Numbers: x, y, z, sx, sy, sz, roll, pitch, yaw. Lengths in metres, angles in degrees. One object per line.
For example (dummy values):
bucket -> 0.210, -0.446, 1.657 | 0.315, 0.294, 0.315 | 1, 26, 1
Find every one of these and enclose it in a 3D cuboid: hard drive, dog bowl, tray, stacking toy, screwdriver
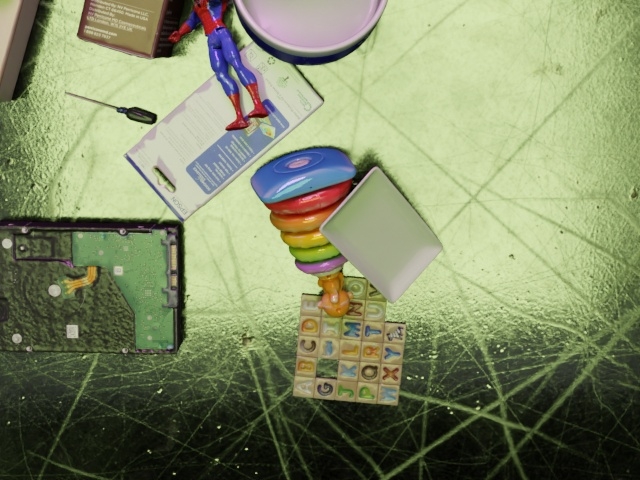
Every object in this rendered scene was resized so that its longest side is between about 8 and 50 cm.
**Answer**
hard drive -> -0.423, 0.085, 1.939 | 0.339, 0.064, 0.237 | 0, 101, 2
dog bowl -> -0.017, -0.430, 1.784 | 0.265, 0.104, 0.265 | 0, 86, -3
tray -> 0.105, -0.008, 1.855 | 0.145, 0.030, 0.270 | -48, 135, -4
stacking toy -> 0.000, 0.000, 1.885 | 0.175, 0.166, 0.302 | -18, 111, -6
screwdriver -> -0.376, -0.235, 1.901 | 0.170, 0.024, 0.025 | 13, 72, 0

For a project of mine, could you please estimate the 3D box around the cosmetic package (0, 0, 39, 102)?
cosmetic package -> -0.576, -0.404, 1.827 | 0.160, 0.113, 0.309 | 18, 101, -2

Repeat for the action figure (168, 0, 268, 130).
action figure -> -0.190, -0.325, 1.770 | 0.091, 0.139, 0.280 | -23, 80, 39

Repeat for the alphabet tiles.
alphabet tiles -> 0.057, 0.184, 1.977 | 0.198, 0.009, 0.237 | 5, 101, 0

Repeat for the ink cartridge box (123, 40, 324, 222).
ink cartridge box -> -0.169, -0.198, 1.882 | 0.332, 0.065, 0.165 | -39, 97, 6

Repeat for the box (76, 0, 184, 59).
box -> -0.279, -0.500, 1.764 | 0.143, 0.191, 0.381 | 17, 100, -2
